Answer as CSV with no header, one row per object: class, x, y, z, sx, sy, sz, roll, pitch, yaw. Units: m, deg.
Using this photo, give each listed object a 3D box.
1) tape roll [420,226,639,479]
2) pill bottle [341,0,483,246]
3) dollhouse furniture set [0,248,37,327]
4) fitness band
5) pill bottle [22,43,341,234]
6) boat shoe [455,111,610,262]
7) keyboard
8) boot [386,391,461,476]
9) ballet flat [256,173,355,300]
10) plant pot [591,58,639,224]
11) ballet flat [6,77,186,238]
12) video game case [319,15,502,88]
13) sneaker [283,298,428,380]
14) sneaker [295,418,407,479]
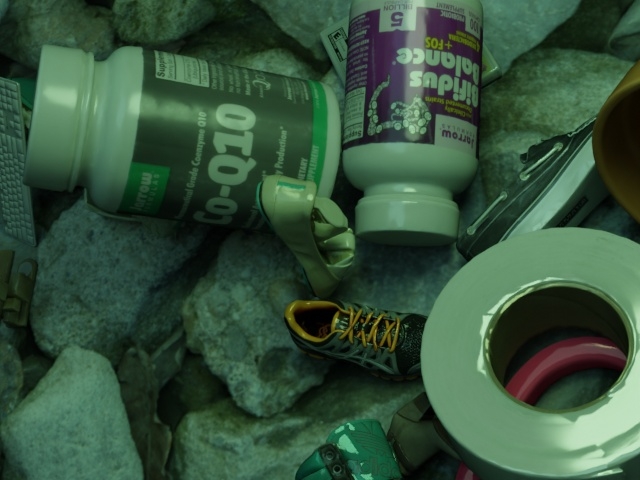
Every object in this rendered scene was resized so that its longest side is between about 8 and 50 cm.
tape roll,0.251,0.130,1.126,0.286,0.100,0.286,-10,55,14
pill bottle,0.112,-0.149,1.330,0.169,0.169,0.302,-1,81,25
dollhouse furniture set,-0.476,0.042,1.542,0.144,0.151,0.123,-5,65,21
fitness band,0.267,0.241,1.162,0.209,0.054,0.291,28,80,35
pill bottle,-0.172,-0.125,1.343,0.360,0.204,0.204,8,64,-16
boat shoe,0.280,-0.079,1.277,0.301,0.108,0.102,-50,58,5
keyboard,-0.448,-0.114,1.580,0.072,0.256,0.014,23,35,36
boot,0.117,0.232,1.225,0.087,0.042,0.118,-59,34,21
ballet flat,0.000,0.000,1.283,0.086,0.248,0.086,-8,62,15
plant pot,0.458,-0.130,1.126,0.290,0.291,0.203,19,60,31
ballet flat,-0.336,-0.116,1.568,0.408,0.147,0.147,28,81,32
video game case,0.117,-0.253,1.478,0.193,0.023,0.212,-29,57,10
sneaker,0.051,0.113,1.302,0.214,0.083,0.084,2,66,25
sneaker,0.077,0.276,1.161,0.295,0.123,0.179,-20,68,36
